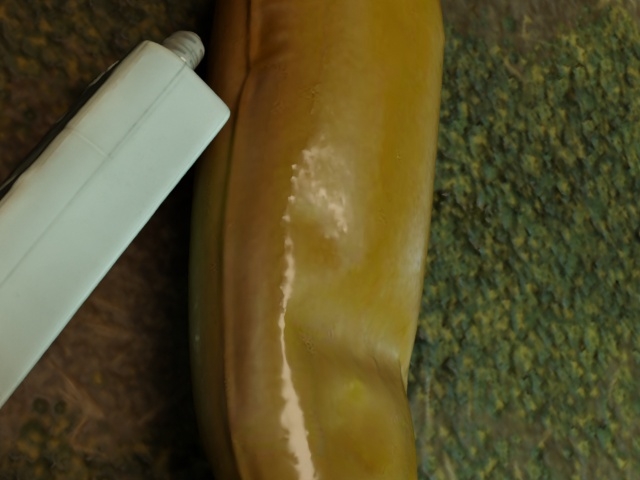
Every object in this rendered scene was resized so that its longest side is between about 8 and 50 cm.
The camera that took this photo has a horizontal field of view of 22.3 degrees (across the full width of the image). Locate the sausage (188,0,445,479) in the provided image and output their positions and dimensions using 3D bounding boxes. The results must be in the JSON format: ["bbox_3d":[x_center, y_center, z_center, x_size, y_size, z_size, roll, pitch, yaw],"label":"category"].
[{"bbox_3d":[-0.004,0.001,0.801,0.134,0.116,0.354,38,50,-52],"label":"sausage"}]

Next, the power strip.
[{"bbox_3d":[-0.142,0.022,0.714,0.058,0.098,0.338,42,56,-12],"label":"power strip"}]
